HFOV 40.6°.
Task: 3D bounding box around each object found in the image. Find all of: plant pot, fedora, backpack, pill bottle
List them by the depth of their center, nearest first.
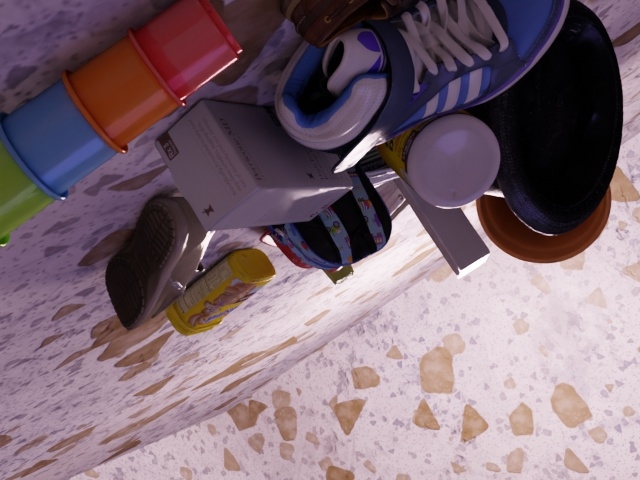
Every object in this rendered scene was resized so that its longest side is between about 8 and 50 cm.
[{"bbox_3d":[0.140,-0.127,1.120,0.117,0.117,0.215,-32,-156,0],"label":"pill bottle"},{"bbox_3d":[0.008,-0.036,1.204,0.158,0.173,0.117,-26,167,-30],"label":"backpack"},{"bbox_3d":[0.290,-0.173,1.216,0.334,0.334,0.152,-22,-165,-38],"label":"fedora"},{"bbox_3d":[0.032,0.051,1.860,0.083,0.079,0.083,-29,169,-7],"label":"plant pot"},{"bbox_3d":[0.512,-0.113,1.984,0.291,0.291,0.203,-36,-176,23],"label":"plant pot"}]

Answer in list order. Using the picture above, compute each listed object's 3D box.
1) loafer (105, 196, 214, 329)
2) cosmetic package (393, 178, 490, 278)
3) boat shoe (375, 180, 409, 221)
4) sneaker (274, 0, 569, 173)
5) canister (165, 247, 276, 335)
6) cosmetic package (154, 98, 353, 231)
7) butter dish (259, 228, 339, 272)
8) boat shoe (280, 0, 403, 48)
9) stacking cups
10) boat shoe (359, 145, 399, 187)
[{"bbox_3d":[-0.205,0.033,1.129,0.092,0.102,0.268,-15,160,-37],"label":"loafer"},{"bbox_3d":[0.182,-0.059,1.392,0.060,0.239,0.099,-32,169,-2],"label":"cosmetic package"},{"bbox_3d":[0.191,-0.116,1.527,0.277,0.096,0.098,-38,166,29],"label":"boat shoe"},{"bbox_3d":[0.101,-0.194,0.892,0.322,0.130,0.236,-30,174,19],"label":"sneaker"},{"bbox_3d":[-0.172,0.088,1.512,0.170,0.073,0.126,-38,167,23],"label":"canister"},{"bbox_3d":[-0.066,-0.083,0.970,0.085,0.117,0.231,-37,168,23],"label":"cosmetic package"},{"bbox_3d":[0.000,0.000,1.471,0.160,0.118,0.160,-32,169,8],"label":"butter dish"},{"bbox_3d":[0.052,-0.230,0.794,0.178,0.060,0.064,-29,168,-13],"label":"boat shoe"},{"bbox_3d":[-0.209,-0.089,0.693,0.316,0.096,0.096,-37,168,1],"label":"stacking cups"},{"bbox_3d":[0.136,-0.140,1.321,0.226,0.083,0.076,-31,169,-1],"label":"boat shoe"}]
